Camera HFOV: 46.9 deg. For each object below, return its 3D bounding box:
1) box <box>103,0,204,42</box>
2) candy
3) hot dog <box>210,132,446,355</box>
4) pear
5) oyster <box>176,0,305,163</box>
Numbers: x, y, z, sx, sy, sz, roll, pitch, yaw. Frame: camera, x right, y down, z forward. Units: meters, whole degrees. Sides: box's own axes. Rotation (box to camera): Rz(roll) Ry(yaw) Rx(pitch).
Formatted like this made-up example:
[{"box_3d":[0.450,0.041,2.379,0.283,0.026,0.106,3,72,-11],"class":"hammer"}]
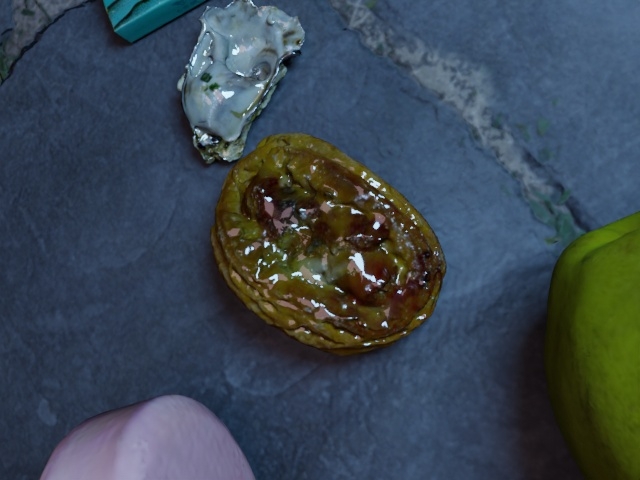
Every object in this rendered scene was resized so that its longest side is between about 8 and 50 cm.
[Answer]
[{"box_3d":[-0.177,-0.344,0.775,0.161,0.042,0.226,-25,76,15],"class":"box"},{"box_3d":[-0.118,0.253,0.582,0.094,0.255,0.255,-20,78,15],"class":"candy"},{"box_3d":[0.000,0.002,0.649,0.227,0.099,0.160,30,94,16],"class":"hot dog"},{"box_3d":[0.281,0.111,0.467,0.253,0.253,0.307,-24,86,14],"class":"pear"},{"box_3d":[-0.090,-0.159,0.720,0.108,0.053,0.165,29,86,1],"class":"oyster"}]
